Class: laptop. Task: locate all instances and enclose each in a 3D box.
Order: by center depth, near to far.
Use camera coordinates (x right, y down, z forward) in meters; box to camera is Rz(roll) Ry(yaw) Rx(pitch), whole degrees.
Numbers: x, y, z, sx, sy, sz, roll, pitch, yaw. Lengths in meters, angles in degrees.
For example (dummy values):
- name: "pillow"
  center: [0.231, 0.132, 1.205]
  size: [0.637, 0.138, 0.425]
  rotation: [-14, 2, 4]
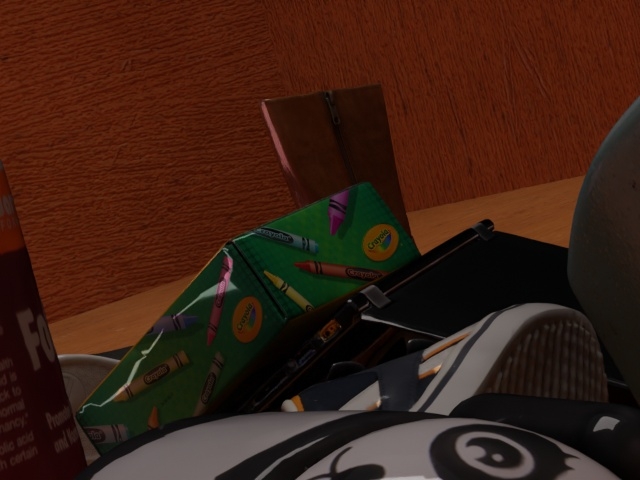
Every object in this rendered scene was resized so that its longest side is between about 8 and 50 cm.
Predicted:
- name: "laptop"
  center: [0.117, 0.130, 1.441]
  size: [0.408, 0.236, 0.382]
  rotation: [-44, -7, 20]

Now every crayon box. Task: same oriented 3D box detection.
- name: "crayon box"
  center: [-0.062, 0.079, 1.549]
  size: [0.165, 0.081, 0.278]
  rotation: [-25, -16, -46]

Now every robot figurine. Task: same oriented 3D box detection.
- name: "robot figurine"
  center: [-0.001, 0.136, 0.604]
  size: [0.174, 0.209, 0.278]
  rotation: [16, -12, -26]

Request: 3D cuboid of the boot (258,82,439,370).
- name: "boot"
  center: [0.000, 0.000, 1.789]
  size: [0.264, 0.280, 0.096]
  rotation: [-18, 5, -37]

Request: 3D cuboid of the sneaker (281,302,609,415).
- name: "sneaker"
  center: [0.056, 0.115, 1.070]
  size: [0.127, 0.126, 0.321]
  rotation: [-6, 9, 31]

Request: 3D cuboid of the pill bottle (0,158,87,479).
- name: "pill bottle"
  center: [-0.284, 0.059, 1.202]
  size: [0.224, 0.392, 0.224]
  rotation: [-15, 4, 1]

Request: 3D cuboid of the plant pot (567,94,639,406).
- name: "plant pot"
  center: [0.280, 0.005, 1.016]
  size: [0.247, 0.248, 0.252]
  rotation: [-19, -15, -40]

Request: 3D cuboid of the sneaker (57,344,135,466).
- name: "sneaker"
  center: [-0.200, 0.150, 1.812]
  size: [0.296, 0.104, 0.147]
  rotation: [-10, 0, -25]
